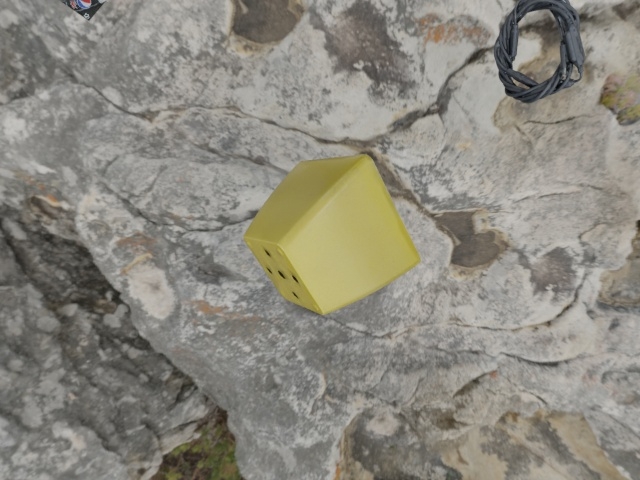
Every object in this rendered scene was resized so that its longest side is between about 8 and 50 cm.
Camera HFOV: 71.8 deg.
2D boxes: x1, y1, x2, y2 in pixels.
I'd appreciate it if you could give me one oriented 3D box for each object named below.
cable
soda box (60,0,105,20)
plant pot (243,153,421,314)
[{"bbox_3d":[0.391,-0.350,0.805,0.150,0.047,0.184,-14,93,54],"label":"cable"},{"bbox_3d":[-0.452,-0.480,0.805,0.053,0.060,0.169,-40,64,15],"label":"soda box"},{"bbox_3d":[0.000,0.000,0.748,0.187,0.212,0.212,-40,115,-22],"label":"plant pot"}]
